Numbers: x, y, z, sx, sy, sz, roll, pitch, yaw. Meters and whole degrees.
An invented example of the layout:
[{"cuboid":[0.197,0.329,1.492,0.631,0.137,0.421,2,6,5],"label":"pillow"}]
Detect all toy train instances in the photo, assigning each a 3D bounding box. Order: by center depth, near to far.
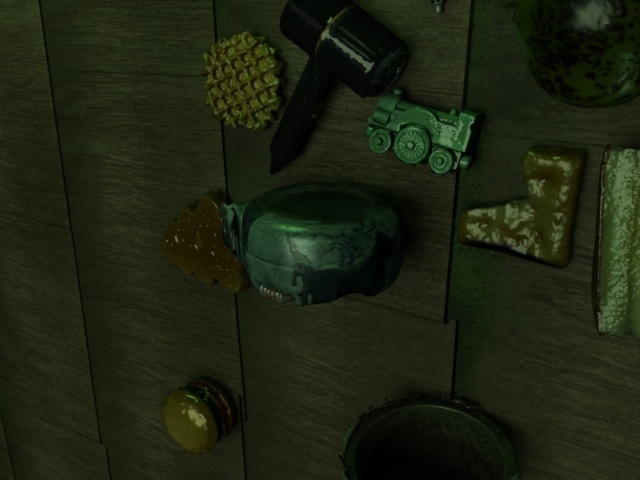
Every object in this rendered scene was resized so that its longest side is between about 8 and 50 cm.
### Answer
[{"cuboid":[0.152,-0.163,1.049,0.178,0.071,0.104,23,111,25],"label":"toy train"}]

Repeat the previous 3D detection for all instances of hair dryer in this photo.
[{"cuboid":[-0.005,-0.222,1.136,0.189,0.107,0.352,41,134,14],"label":"hair dryer"}]

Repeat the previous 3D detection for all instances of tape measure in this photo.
[{"cuboid":[0.000,0.000,1.102,0.275,0.256,0.147,33,129,54],"label":"tape measure"}]

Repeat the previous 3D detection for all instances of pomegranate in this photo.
[{"cuboid":[0.362,-0.271,0.807,0.204,0.277,0.221,-121,30,-57],"label":"pomegranate"}]

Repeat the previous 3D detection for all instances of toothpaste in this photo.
[{"cuboid":[0.165,-0.369,0.995,0.027,0.019,0.083,4,106,52],"label":"toothpaste"}]

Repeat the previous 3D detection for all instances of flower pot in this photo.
[{"cuboid":[0.175,0.436,1.150,0.290,0.290,0.259,16,128,30],"label":"flower pot"}]

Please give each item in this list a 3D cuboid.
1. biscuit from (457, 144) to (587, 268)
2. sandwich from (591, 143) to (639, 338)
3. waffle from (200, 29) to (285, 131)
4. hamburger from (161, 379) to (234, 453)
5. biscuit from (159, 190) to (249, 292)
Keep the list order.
[{"cuboid":[0.291,-0.056,1.010,0.174,0.039,0.183,20,117,31],"label":"biscuit"},{"cuboid":[0.408,-0.001,0.912,0.094,0.096,0.258,8,110,26],"label":"sandwich"},{"cuboid":[-0.137,-0.279,1.230,0.191,0.038,0.191,13,114,32],"label":"waffle"},{"cuboid":[-0.269,0.383,1.522,0.162,0.115,0.162,12,113,29],"label":"hamburger"},{"cuboid":[-0.235,0.007,1.407,0.239,0.041,0.212,-4,111,36],"label":"biscuit"}]
